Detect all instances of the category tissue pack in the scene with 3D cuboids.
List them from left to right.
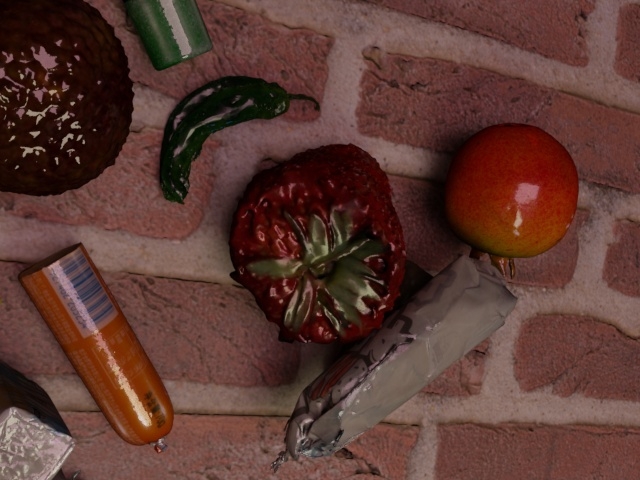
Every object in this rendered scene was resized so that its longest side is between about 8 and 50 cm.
[{"bbox_3d":[-0.373,0.261,0.964,0.145,0.229,0.159,41,77,-23],"label":"tissue pack"}]

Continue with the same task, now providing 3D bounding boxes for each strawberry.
[{"bbox_3d":[0.004,-0.001,1.158,0.261,0.257,0.261,0,109,-1],"label":"strawberry"}]

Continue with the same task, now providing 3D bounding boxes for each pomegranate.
[{"bbox_3d":[0.295,-0.057,1.283,0.221,0.221,0.256,3,109,-27],"label":"pomegranate"}]

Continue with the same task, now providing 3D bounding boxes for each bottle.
[{"bbox_3d":[-0.242,-0.389,1.051,0.093,0.093,0.330,-28,106,-22],"label":"bottle"}]

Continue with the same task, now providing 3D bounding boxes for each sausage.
[{"bbox_3d":[-0.281,0.157,1.080,0.093,0.093,0.312,-33,108,-20],"label":"sausage"}]

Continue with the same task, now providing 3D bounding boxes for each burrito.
[{"bbox_3d":[0.101,0.174,1.151,0.445,0.101,0.139,-36,136,-16],"label":"burrito"}]

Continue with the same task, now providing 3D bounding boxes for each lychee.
[{"bbox_3d":[-0.333,-0.176,0.935,0.261,0.260,0.260,-2,95,-26],"label":"lychee"}]

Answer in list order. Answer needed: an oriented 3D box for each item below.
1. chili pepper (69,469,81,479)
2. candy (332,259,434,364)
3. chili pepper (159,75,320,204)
[{"bbox_3d":[-0.323,0.379,1.106,0.050,0.041,0.153,-12,117,-5],"label":"chili pepper"},{"bbox_3d":[0.111,0.151,1.268,0.104,0.102,0.234,34,78,-25],"label":"candy"},{"bbox_3d":[-0.123,-0.169,1.147,0.279,0.065,0.122,-34,117,-18],"label":"chili pepper"}]
